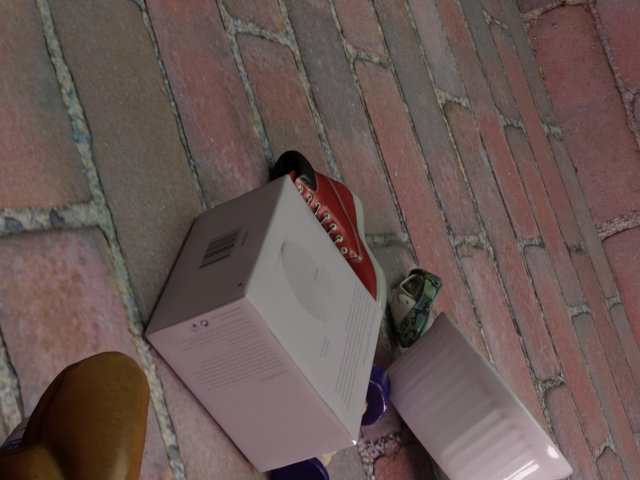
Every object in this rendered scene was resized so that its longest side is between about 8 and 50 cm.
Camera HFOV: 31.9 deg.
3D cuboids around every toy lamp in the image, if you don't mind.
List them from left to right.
[{"bbox_3d":[0.022,0.226,1.366,0.080,0.080,0.274,65,26,-7],"label":"toy lamp"}]

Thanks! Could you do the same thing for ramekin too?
[{"bbox_3d":[0.205,0.245,1.534,0.277,0.135,0.277,51,1,-1],"label":"ramekin"}]

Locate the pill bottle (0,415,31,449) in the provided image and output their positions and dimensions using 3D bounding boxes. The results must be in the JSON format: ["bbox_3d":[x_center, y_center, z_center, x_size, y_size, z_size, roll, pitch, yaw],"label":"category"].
[{"bbox_3d":[-0.224,0.226,0.841,0.112,0.112,0.187,59,27,-19],"label":"pill bottle"}]

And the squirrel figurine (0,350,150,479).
[{"bbox_3d":[-0.321,0.169,0.527,0.370,0.281,0.397,40,34,-34],"label":"squirrel figurine"}]

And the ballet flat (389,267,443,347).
[{"bbox_3d":[0.138,0.100,1.723,0.070,0.070,0.188,61,24,-15],"label":"ballet flat"}]

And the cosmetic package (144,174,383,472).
[{"bbox_3d":[-0.053,0.093,1.249,0.225,0.138,0.224,54,29,-25],"label":"cosmetic package"}]

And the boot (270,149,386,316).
[{"bbox_3d":[0.000,0.000,1.491,0.176,0.088,0.244,36,32,-48],"label":"boot"}]
